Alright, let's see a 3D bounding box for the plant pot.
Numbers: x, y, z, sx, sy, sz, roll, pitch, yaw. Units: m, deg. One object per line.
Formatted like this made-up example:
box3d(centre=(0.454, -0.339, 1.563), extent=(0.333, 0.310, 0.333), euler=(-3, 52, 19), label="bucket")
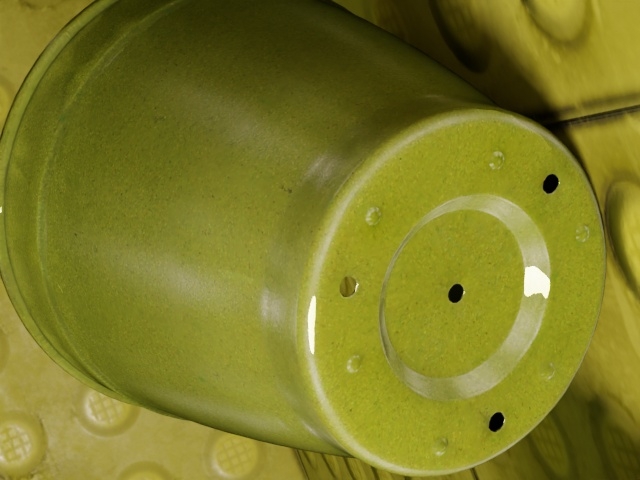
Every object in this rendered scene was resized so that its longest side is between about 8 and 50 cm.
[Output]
box3d(centre=(0.000, 0.000, 1.061), extent=(0.353, 0.366, 0.366), euler=(24, 136, 56), label="plant pot")
